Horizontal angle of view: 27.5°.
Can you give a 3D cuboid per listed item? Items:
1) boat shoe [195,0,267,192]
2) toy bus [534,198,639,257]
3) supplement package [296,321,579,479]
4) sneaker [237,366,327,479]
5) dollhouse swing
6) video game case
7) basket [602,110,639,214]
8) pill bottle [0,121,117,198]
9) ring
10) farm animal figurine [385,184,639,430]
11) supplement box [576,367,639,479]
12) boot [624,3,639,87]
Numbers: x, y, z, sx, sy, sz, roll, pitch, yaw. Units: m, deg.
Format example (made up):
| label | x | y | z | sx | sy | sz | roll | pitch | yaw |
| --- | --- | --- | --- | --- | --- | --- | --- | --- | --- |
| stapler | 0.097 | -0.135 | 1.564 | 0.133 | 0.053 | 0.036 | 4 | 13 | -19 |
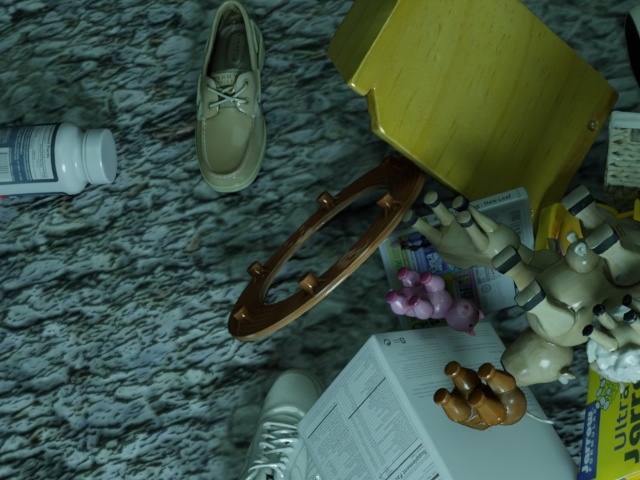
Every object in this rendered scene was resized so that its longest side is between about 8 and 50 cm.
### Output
| label | x | y | z | sx | sy | sz | roll | pitch | yaw |
| --- | --- | --- | --- | --- | --- | --- | --- | --- | --- |
| boat shoe | -0.135 | -0.215 | 1.926 | 0.109 | 0.098 | 0.302 | -1 | 63 | 10 |
| toy bus | 0.405 | 0.013 | 1.610 | 0.220 | 0.211 | 0.149 | 14 | 68 | -20 |
| supplement package | 0.142 | 0.262 | 1.530 | 0.199 | 0.198 | 0.262 | -3 | 52 | -39 |
| sneaker | -0.052 | 0.288 | 1.641 | 0.110 | 0.118 | 0.292 | 5 | 62 | 15 |
| dollhouse swing | 0.158 | -0.230 | 1.753 | 0.315 | 0.347 | 0.305 | -59 | 28 | -8 |
| video game case | 0.181 | 0.032 | 1.677 | 0.193 | 0.212 | 0.023 | -17 | 50 | 1 |
| basket | 0.428 | -0.084 | 1.720 | 0.113 | 0.167 | 0.103 | 8 | 69 | 14 |
| pill bottle | -0.396 | -0.119 | 1.919 | 0.180 | 0.108 | 0.108 | -2 | 62 | 8 |
| ring | 0.000 | 0.000 | 1.690 | 0.032 | 0.336 | 0.336 | 46 | 75 | -14 |
| farm animal figurine | 0.245 | 0.066 | 1.444 | 0.327 | 0.172 | 0.330 | -29 | 42 | 28 |
| supplement box | 0.491 | 0.218 | 1.452 | 0.356 | 0.195 | 0.194 | 17 | 64 | -13 |
| boot | 0.541 | -0.242 | 1.828 | 0.176 | 0.088 | 0.244 | -20 | 69 | -1 |
